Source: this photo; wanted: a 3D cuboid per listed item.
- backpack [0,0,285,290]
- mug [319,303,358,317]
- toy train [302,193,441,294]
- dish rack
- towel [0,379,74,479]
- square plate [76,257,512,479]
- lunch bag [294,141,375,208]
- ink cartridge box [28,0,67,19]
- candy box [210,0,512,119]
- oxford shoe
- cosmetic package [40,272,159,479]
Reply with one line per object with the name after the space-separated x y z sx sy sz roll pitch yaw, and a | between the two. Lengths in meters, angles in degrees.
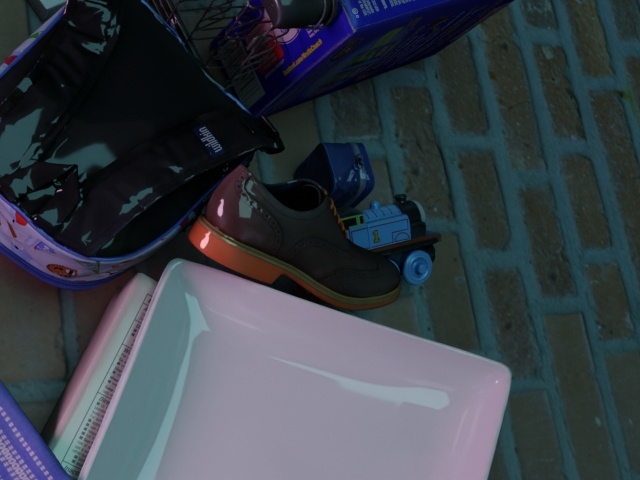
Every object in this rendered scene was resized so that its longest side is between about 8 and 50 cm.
-0.226 -0.089 1.017 0.276 0.213 0.263 43 50 -4 | backpack
-0.023 0.140 1.102 0.158 0.097 0.129 7 69 -26 | mug
0.055 0.008 1.187 0.184 0.080 0.105 -13 105 -30 | toy train
-0.109 -0.264 1.100 0.074 0.271 0.208 -22 82 -33 | dish rack
-0.406 0.206 0.845 0.336 0.040 0.243 -28 54 -28 | towel
-0.032 0.219 0.917 0.347 0.049 0.344 18 63 2 | square plate
0.022 -0.074 1.202 0.065 0.098 0.067 -3 69 -31 | lunch bag
-0.283 -0.301 1.167 0.115 0.029 0.063 -34 89 -31 | ink cartridge box
0.072 -0.275 1.199 0.317 0.268 0.122 -23 88 -32 | candy box
0.000 0.000 1.029 0.271 0.097 0.098 18 106 -45 | oxford shoe
-0.188 0.208 0.988 0.160 0.113 0.309 32 60 -14 | cosmetic package
